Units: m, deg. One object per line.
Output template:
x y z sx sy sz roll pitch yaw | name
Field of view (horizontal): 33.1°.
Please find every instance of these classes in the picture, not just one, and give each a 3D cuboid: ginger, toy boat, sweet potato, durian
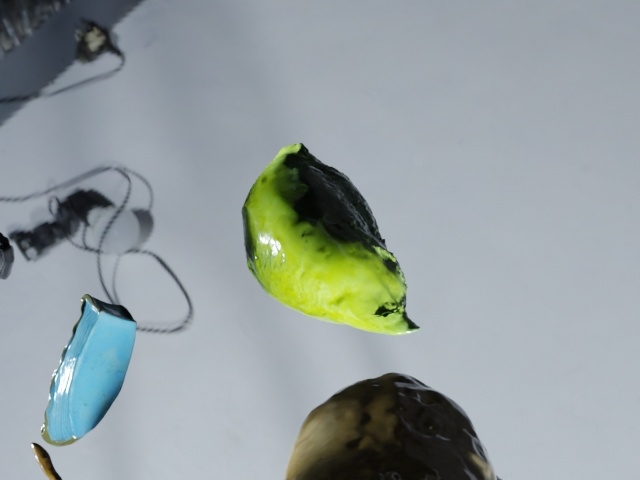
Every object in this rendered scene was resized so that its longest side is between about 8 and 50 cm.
0.041 0.169 0.698 0.138 0.267 0.152 16 95 0 | ginger
-0.281 0.158 1.274 0.077 0.075 0.185 14 86 52 | toy boat
-0.472 0.396 1.871 0.026 0.026 0.115 -34 63 -15 | sweet potato
0.000 0.000 1.016 0.139 0.101 0.250 -8 40 -14 | durian

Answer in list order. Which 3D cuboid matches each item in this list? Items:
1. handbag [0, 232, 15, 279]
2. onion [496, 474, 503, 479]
-0.346 -0.004 0.711 0.253 0.308 0.093 10 102 4 | handbag
0.191 0.396 1.471 0.177 0.153 0.177 11 65 -25 | onion
